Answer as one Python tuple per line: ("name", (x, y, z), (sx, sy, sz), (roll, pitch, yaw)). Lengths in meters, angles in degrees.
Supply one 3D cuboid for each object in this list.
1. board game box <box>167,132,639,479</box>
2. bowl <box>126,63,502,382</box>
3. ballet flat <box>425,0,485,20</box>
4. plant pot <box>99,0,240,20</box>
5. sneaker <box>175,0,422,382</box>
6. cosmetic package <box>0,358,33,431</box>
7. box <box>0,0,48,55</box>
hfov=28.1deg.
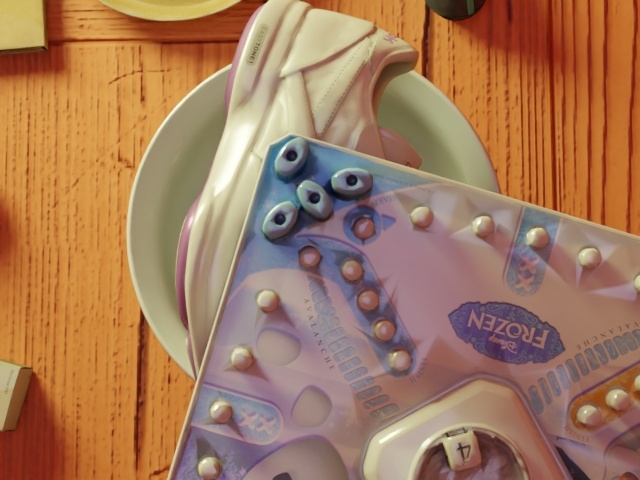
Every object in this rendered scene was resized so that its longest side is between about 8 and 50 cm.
("board game box", (0.100, 0.163, 0.847), (0.389, 0.050, 0.390), (17, 86, -2))
("bowl", (0.000, 0.000, 1.047), (0.297, 0.134, 0.298), (0, 83, 4))
("ballet flat", (0.081, -0.283, 1.106), (0.074, 0.074, 0.203), (-31, 82, 0))
("plant pot", (-0.129, -0.307, 1.141), (0.236, 0.032, 0.236), (0, 84, 4))
("sneaker", (-0.014, -0.025, 0.926), (0.152, 0.114, 0.305), (14, 84, 6))
("cosmetic package", (-0.313, 0.122, 1.099), (0.115, 0.041, 0.060), (13, 84, 5))
("box", (-0.330, -0.262, 1.153), (0.164, 0.021, 0.201), (-5, 83, 3))
